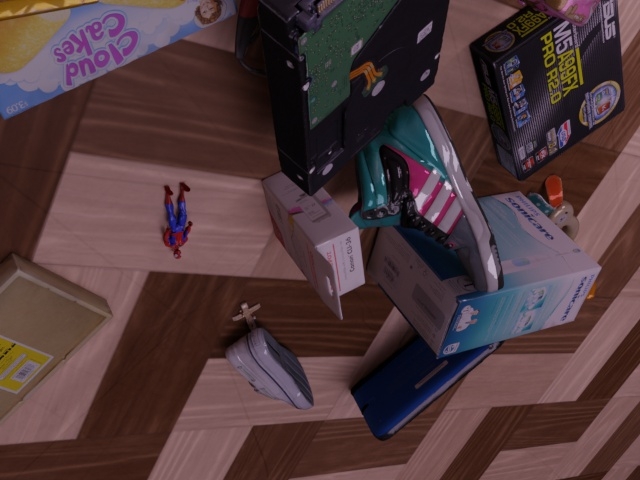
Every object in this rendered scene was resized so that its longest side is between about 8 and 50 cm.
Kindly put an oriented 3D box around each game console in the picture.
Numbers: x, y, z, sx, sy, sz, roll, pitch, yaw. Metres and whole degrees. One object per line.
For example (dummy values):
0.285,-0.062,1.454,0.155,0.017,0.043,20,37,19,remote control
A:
0.224,0.261,1.569,0.293,0.250,0.173,-41,113,3,game console

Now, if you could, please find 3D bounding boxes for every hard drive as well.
0.044,-0.211,0.912,0.237,0.064,0.339,-44,164,-15,hard drive

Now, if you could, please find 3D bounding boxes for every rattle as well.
0.434,0.000,1.502,0.130,0.142,0.199,-7,140,-7,rattle

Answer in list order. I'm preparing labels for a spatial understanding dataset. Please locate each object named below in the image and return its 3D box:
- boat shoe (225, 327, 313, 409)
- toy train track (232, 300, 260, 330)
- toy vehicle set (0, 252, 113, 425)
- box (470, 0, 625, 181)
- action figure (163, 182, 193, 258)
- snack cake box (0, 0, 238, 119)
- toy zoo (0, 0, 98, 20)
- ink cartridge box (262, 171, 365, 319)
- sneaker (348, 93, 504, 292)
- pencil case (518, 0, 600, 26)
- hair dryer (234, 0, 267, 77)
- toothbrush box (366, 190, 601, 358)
-0.084,0.216,1.379,0.076,0.083,0.226,-21,135,10,boat shoe
-0.109,0.126,1.312,0.048,0.014,0.083,-28,139,-11,toy train track
-0.422,0.148,1.087,0.267,0.035,0.166,-43,139,6,toy vehicle set
0.352,-0.243,1.270,0.216,0.060,0.270,-34,140,-4,box
-0.189,-0.021,1.108,0.038,0.030,0.115,-19,138,-28,action figure
-0.229,-0.249,0.820,0.264,0.089,0.152,-28,138,-12,snack cake box
-0.307,-0.275,0.691,0.293,0.030,0.192,-15,105,-15,toy zoo
0.000,0.000,1.132,0.067,0.198,0.115,-26,138,-14,ink cartridge box
0.130,-0.036,1.182,0.179,0.295,0.124,-24,-177,3,sneaker
0.354,-0.448,1.000,0.386,0.160,0.167,-59,162,23,pencil case
-0.034,-0.296,0.814,0.223,0.080,0.293,-50,140,-2,hair dryer
0.260,0.045,1.351,0.296,0.216,0.126,-11,134,-29,toothbrush box
